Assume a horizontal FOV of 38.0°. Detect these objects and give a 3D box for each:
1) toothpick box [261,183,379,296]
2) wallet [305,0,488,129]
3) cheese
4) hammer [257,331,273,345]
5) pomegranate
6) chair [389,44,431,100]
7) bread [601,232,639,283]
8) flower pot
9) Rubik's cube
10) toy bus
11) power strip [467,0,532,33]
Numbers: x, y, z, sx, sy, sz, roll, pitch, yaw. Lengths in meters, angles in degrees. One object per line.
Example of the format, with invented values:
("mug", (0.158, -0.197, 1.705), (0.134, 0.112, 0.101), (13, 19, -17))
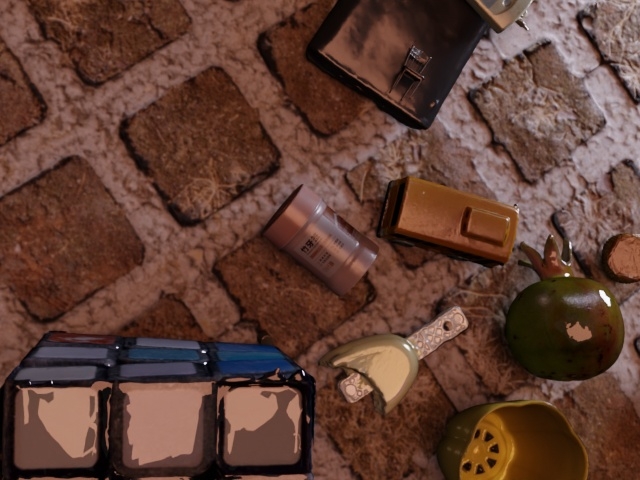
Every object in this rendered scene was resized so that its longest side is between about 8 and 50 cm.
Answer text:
("toothpick box", (0.000, 0.000, 1.372), (0.149, 0.098, 0.098), (40, 78, -8))
("wallet", (0.170, -0.396, 1.466), (0.228, 0.062, 0.406), (33, 80, -9))
("cheese", (0.123, 0.172, 1.412), (0.235, 0.050, 0.127), (-32, 91, -15))
("hammer", (-0.073, 0.191, 1.377), (0.019, 0.035, 0.110), (-12, 97, -12))
("pomegranate", (0.367, 0.103, 1.420), (0.181, 0.181, 0.224), (-3, 71, -13))
("chair", (0.139, -0.254, 1.396), (0.037, 0.042, 0.086), (31, 81, -12))
("bread", (0.497, 0.029, 1.511), (0.085, 0.053, 0.085), (0, 84, -1))
("flower pot", (0.265, 0.321, 1.366), (0.195, 0.179, 0.195), (1, 86, -12))
("Rubik's cube", (-0.201, 0.309, 1.163), (0.362, 0.359, 0.363), (0, 93, -14))
("toy bus", (0.200, -0.028, 1.413), (0.201, 0.114, 0.098), (15, 83, -12))
("power strip", (0.245, -0.408, 1.436), (0.227, 0.029, 0.080), (45, 77, -7))
